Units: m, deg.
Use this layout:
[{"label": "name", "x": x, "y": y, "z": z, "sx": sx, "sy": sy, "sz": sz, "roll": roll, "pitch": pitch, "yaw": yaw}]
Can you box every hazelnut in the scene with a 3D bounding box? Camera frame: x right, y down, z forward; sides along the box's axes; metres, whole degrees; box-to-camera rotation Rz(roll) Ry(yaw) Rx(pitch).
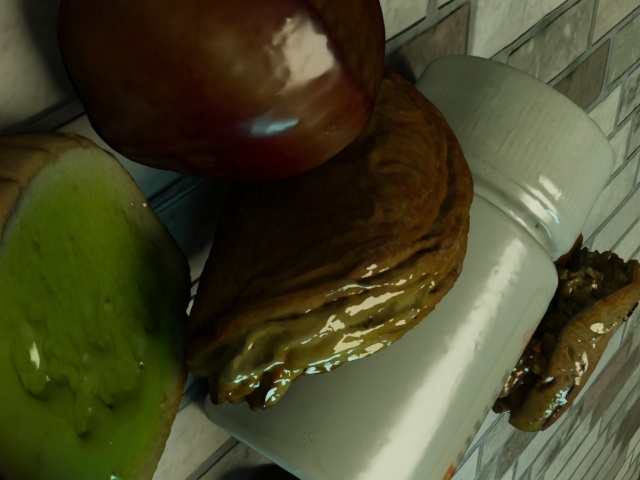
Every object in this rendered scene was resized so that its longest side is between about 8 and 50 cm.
[{"label": "hazelnut", "x": -0.052, "y": -0.109, "z": 0.564, "sx": 0.204, "sy": 0.178, "sz": 0.178, "roll": -89, "pitch": -161, "yaw": -81}]

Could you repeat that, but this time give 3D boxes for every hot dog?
[{"label": "hot dog", "x": 0.000, "y": 0.000, "z": 0.644, "sx": 0.122, "sy": 0.196, "sz": 0.272, "roll": 45, "pitch": 30, "yaw": -29}]

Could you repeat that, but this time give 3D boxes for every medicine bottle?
[{"label": "medicine bottle", "x": 0.080, "y": 0.043, "z": 0.845, "sx": 0.371, "sy": 0.211, "sz": 0.211, "roll": -58, "pitch": 150, "yaw": -13}]

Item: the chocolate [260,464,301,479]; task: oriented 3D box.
[{"label": "chocolate", "x": 0.043, "y": 0.404, "z": 0.942, "sx": 0.297, "sy": 0.326, "sz": 0.314, "roll": -71, "pitch": 161, "yaw": 2}]

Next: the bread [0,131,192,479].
[{"label": "bread", "x": -0.146, "y": 0.052, "z": 0.540, "sx": 0.236, "sy": 0.070, "sz": 0.236, "roll": -1, "pitch": 90, "yaw": -73}]

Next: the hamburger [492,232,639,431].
[{"label": "hamburger", "x": 0.239, "y": 0.071, "z": 1.121, "sx": 0.260, "sy": 0.211, "sz": 0.245, "roll": -63, "pitch": 159, "yaw": 9}]
